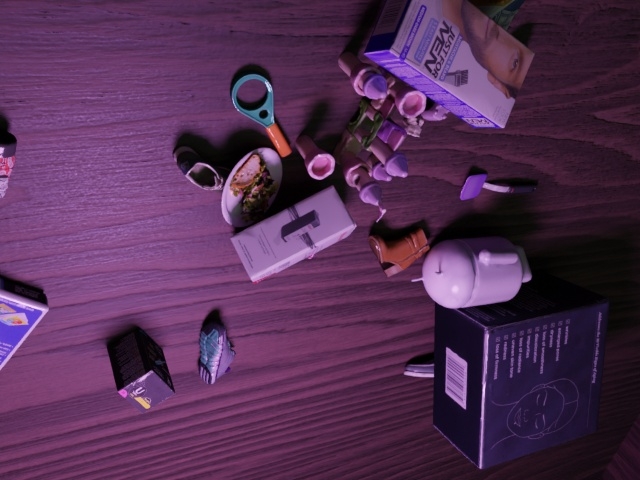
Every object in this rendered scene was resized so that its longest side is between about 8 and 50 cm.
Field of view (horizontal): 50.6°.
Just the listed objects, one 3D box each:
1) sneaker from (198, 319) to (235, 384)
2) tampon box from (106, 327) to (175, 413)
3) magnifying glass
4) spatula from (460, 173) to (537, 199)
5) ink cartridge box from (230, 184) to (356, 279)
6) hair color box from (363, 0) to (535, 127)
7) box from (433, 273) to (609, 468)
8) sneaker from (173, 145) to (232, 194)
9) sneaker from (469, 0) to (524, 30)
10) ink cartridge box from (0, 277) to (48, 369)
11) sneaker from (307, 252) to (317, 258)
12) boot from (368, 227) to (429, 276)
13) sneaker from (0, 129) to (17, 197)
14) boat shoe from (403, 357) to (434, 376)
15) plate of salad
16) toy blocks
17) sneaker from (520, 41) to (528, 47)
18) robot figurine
[{"bbox_3d":[-0.276,0.293,1.865,0.098,0.083,0.224,-22,141,-40],"label":"sneaker"},{"bbox_3d":[-0.457,0.330,1.722,0.101,0.161,0.120,-31,133,-2],"label":"tampon box"},{"bbox_3d":[-0.124,-0.277,1.509,0.092,0.026,0.231,-33,135,-1],"label":"magnifying glass"},{"bbox_3d":[0.517,-0.151,1.949,0.296,0.030,0.084,0,126,-29],"label":"spatula"},{"bbox_3d":[-0.066,-0.010,1.628,0.272,0.114,0.197,-26,175,-6],"label":"ink cartridge box"},{"bbox_3d":[0.275,-0.391,1.415,0.338,0.110,0.185,24,88,-31],"label":"hair color box"},{"bbox_3d":[0.636,0.404,2.184,0.471,0.297,0.481,-8,108,-21],"label":"box"},{"bbox_3d":[-0.243,-0.135,1.515,0.064,0.086,0.192,-47,133,13],"label":"sneaker"},{"bbox_3d":[0.390,-0.515,1.550,0.296,0.112,0.131,-40,142,18],"label":"sneaker"},{"bbox_3d":[-0.818,0.192,1.487,0.307,0.072,0.303,-46,134,15],"label":"ink cartridge box"},{"bbox_3d":[0.000,0.000,1.789,0.057,0.047,0.119,1,127,-43],"label":"sneaker"},{"bbox_3d":[0.222,0.010,1.895,0.152,0.073,0.197,-32,146,0],"label":"boot"},{"bbox_3d":[-0.715,-0.143,1.255,0.269,0.090,0.145,4,121,-33],"label":"sneaker"},{"bbox_3d":[0.429,0.417,2.336,0.319,0.116,0.099,0,83,-20],"label":"boat shoe"},{"bbox_3d":[-0.149,-0.118,1.565,0.199,0.048,0.200,-39,144,-35],"label":"plate of salad"},{"bbox_3d":[0.156,-0.226,1.537,0.308,0.260,0.289,13,118,-35],"label":"toy blocks"},{"bbox_3d":[0.453,-0.388,1.685,0.083,0.087,0.221,10,120,-34],"label":"sneaker"},{"bbox_3d":[0.446,0.092,1.989,0.353,0.200,0.300,-4,156,-26],"label":"robot figurine"}]
